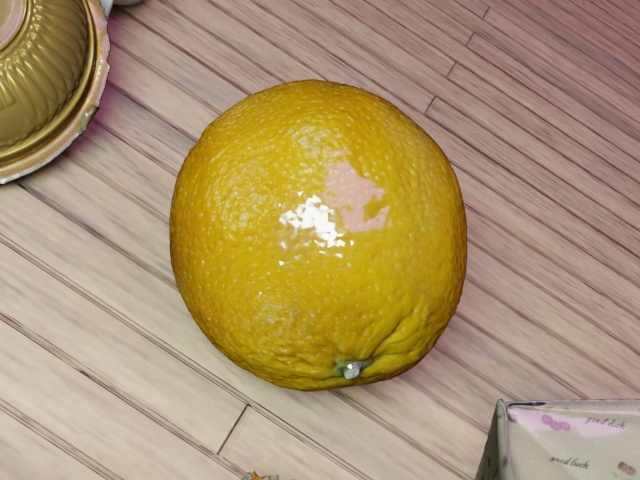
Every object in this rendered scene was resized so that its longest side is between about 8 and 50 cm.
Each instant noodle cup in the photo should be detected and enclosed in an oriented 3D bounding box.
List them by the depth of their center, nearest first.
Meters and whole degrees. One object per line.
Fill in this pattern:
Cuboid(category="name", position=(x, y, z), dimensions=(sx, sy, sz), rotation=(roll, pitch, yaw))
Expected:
Cuboid(category="instant noodle cup", position=(-0.305, -0.183, 0.695), dimensions=(0.273, 0.090, 0.274), rotation=(4, 77, -19))

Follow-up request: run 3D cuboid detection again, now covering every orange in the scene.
Cuboid(category="orange", position=(0.000, 0.000, 0.705), dimensions=(0.264, 0.264, 0.264), rotation=(18, 43, -18))

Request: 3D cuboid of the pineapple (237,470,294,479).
Cuboid(category="pineapple", position=(0.010, 0.231, 0.597), dimensions=(0.221, 0.083, 0.103), rotation=(33, 41, -5))

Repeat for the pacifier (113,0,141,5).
Cuboid(category="pacifier", position=(-0.260, -0.421, 0.939), dimensions=(0.273, 0.332, 0.220), rotation=(37, 76, -27))

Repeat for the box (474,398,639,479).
Cuboid(category="box", position=(0.231, 0.277, 0.574), dimensions=(0.225, 0.190, 0.297), rotation=(1, 45, -1))

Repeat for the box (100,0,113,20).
Cuboid(category="box", position=(-0.260, -0.296, 0.817), dimensions=(0.149, 0.233, 0.067), rotation=(20, 30, -17))
